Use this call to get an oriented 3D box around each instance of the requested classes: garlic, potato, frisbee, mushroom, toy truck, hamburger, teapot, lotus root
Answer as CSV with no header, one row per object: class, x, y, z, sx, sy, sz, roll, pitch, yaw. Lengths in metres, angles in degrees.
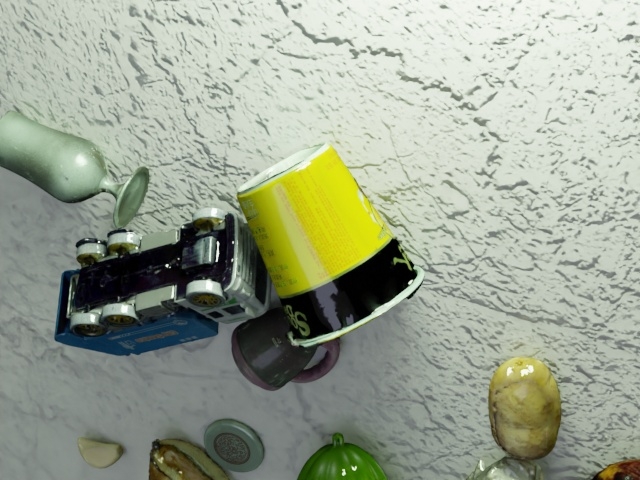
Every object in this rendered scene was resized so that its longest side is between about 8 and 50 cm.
garlic,-0.390,0.377,2.206,0.083,0.041,0.053,5,109,11
potato,0.297,0.246,1.806,0.107,0.080,0.170,-4,121,16
frisbee,-0.147,0.349,2.098,0.110,0.014,0.110,11,123,17
mushroom,0.241,0.412,1.926,0.099,0.096,0.278,45,130,-7
toy truck,-0.242,0.070,1.855,0.367,0.146,0.175,-14,152,30
hamburger,-0.236,0.405,2.135,0.176,0.087,0.102,37,145,-15
teapot,-0.044,0.162,1.882,0.146,0.116,0.148,-36,98,25
lotus root,0.034,0.385,1.968,0.186,0.186,0.186,11,123,17

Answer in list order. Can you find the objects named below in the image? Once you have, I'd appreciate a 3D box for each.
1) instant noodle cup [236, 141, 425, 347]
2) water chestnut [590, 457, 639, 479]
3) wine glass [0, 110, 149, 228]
instant noodle cup,0.000,0.000,1.718,0.215,0.215,0.236,-24,100,32
water chestnut,0.436,0.478,1.743,0.347,0.335,0.335,11,133,-28
wine glass,-0.380,-0.110,1.858,0.231,0.103,0.103,25,126,9
